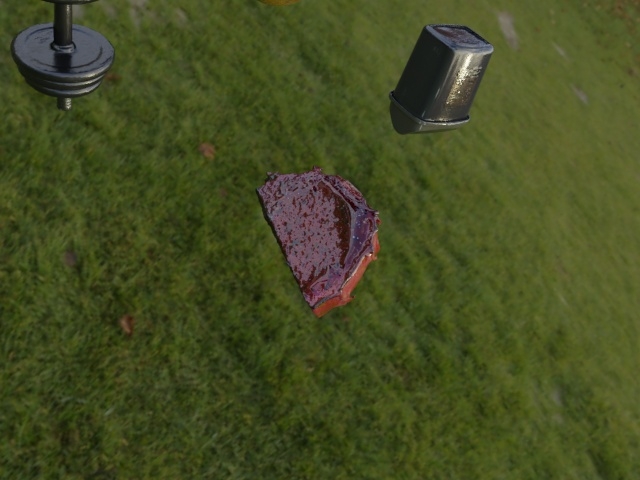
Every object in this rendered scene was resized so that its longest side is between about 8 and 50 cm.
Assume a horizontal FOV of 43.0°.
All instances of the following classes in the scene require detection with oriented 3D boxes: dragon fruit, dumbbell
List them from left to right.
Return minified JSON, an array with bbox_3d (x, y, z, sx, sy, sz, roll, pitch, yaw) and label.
[{"bbox_3d":[-0.244,-0.213,0.770,0.099,0.209,0.099,8,42,-8],"label":"dumbbell"},{"bbox_3d":[0.000,0.000,1.276,0.162,0.189,0.262,-14,57,-22],"label":"dragon fruit"}]

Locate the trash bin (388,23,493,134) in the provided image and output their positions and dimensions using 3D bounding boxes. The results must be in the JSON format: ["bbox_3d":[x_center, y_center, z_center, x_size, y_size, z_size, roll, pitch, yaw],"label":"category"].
[{"bbox_3d":[0.313,-0.412,2.145,0.209,0.290,0.182,-9,44,-36],"label":"trash bin"}]

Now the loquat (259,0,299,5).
[{"bbox_3d":[-0.080,-0.659,1.767,0.274,0.275,0.275,31,36,-26],"label":"loquat"}]
